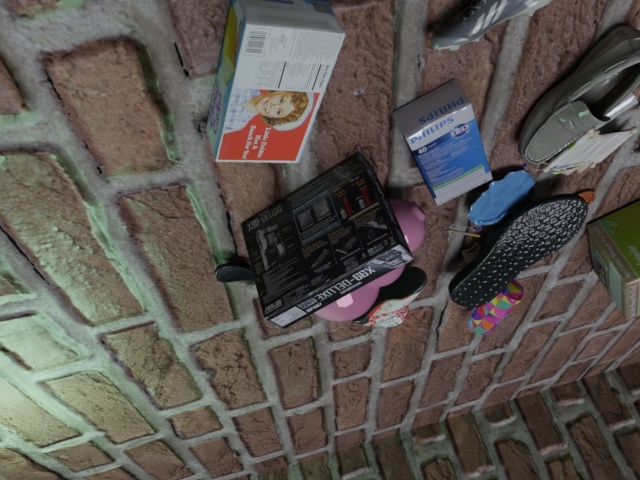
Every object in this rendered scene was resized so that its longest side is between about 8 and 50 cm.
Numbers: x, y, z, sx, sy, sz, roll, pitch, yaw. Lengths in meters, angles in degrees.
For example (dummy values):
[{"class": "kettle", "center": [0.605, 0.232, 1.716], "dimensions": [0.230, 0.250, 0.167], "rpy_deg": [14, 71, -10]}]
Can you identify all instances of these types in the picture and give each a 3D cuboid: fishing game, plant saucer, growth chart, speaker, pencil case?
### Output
[{"class": "fishing game", "center": [0.435, -0.107, 1.399], "dimensions": [0.189, 0.041, 0.264], "rpy_deg": [2, 136, -41]}, {"class": "plant saucer", "center": [0.695, -0.106, 1.544], "dimensions": [0.083, 0.013, 0.083], "rpy_deg": [-13, 147, -9]}, {"class": "growth chart", "center": [0.607, -0.200, 1.303], "dimensions": [0.237, 0.021, 0.172], "rpy_deg": [-10, 156, -36]}, {"class": "speaker", "center": [0.595, -0.272, 1.224], "dimensions": [0.136, 0.055, 0.055], "rpy_deg": [-36, 143, 24]}, {"class": "pencil case", "center": [0.559, 0.208, 1.856], "dimensions": [0.104, 0.104, 0.236], "rpy_deg": [-4, 142, -21]}]

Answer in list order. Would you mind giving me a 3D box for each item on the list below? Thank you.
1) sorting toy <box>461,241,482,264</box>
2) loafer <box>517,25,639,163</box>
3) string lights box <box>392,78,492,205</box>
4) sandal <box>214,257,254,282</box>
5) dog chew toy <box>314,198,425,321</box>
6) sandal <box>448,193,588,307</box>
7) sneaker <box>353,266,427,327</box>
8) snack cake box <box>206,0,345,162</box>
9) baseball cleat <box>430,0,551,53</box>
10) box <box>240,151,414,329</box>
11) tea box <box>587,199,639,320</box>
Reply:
[{"class": "sorting toy", "center": [0.432, 0.039, 1.609], "dimensions": [0.083, 0.045, 0.075], "rpy_deg": [-34, 124, 21]}, {"class": "loafer", "center": [0.513, -0.264, 1.135], "dimensions": [0.112, 0.111, 0.319], "rpy_deg": [13, 135, -20]}, {"class": "string lights box", "center": [0.252, -0.186, 1.161], "dimensions": [0.133, 0.077, 0.260], "rpy_deg": [-26, 146, 10]}, {"class": "sandal", "center": [-0.185, 0.067, 1.351], "dimensions": [0.067, 0.040, 0.179], "rpy_deg": [-34, 159, 26]}, {"class": "dog chew toy", "center": [0.097, 0.034, 1.300], "dimensions": [0.332, 0.206, 0.206], "rpy_deg": [-41, 141, 18]}, {"class": "sandal", "center": [0.495, 0.011, 1.524], "dimensions": [0.167, 0.107, 0.446], "rpy_deg": [23, 130, -22]}, {"class": "sneaker", "center": [0.222, 0.164, 1.635], "dimensions": [0.145, 0.090, 0.270], "rpy_deg": [17, 136, -43]}, {"class": "snack cake box", "center": [-0.080, -0.244, 0.908], "dimensions": [0.152, 0.089, 0.264], "rpy_deg": [-4, 144, -25]}, {"class": "baseball cleat", "center": [0.263, -0.382, 0.912], "dimensions": [0.206, 0.072, 0.109], "rpy_deg": [-24, 130, 5]}, {"class": "box", "center": [0.000, 0.000, 1.157], "dimensions": [0.307, 0.242, 0.076], "rpy_deg": [-31, 144, 16]}, {"class": "tea box", "center": [0.999, 0.034, 1.706], "dimensions": [0.323, 0.220, 0.329], "rpy_deg": [-27, 145, 14]}]
